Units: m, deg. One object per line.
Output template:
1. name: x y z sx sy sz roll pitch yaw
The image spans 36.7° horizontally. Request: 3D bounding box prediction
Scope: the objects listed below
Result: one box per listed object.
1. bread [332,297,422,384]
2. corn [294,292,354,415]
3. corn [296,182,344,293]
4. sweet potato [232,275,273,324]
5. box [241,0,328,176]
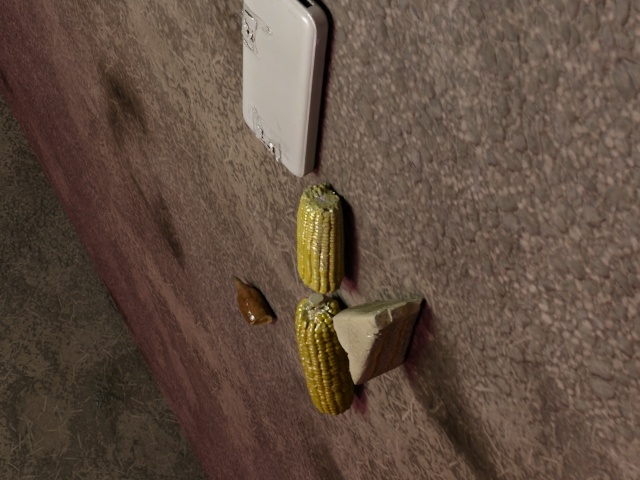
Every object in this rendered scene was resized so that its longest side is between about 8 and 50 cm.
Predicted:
1. bread: 0.085 0.131 1.244 0.105 0.077 0.152 69 161 -4
2. corn: 0.009 0.176 1.467 0.080 0.080 0.238 39 149 46
3. corn: 0.000 0.000 1.315 0.085 0.063 0.165 -104 10 -45
4. sweet potato: -0.129 0.106 1.739 0.117 0.049 0.049 54 157 30
5. box: -0.050 -0.210 1.215 0.142 0.044 0.285 49 154 26
